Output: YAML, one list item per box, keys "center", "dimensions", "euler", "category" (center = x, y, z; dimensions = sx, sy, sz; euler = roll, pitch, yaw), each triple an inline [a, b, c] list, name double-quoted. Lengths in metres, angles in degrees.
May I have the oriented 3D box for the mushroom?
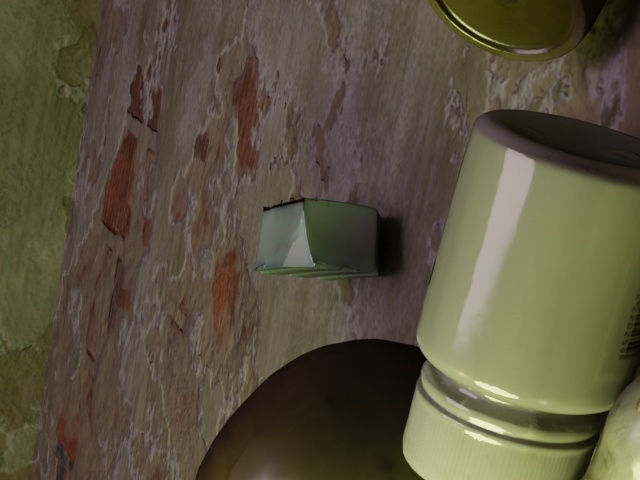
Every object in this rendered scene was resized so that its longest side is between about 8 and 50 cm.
- center: [0.275, 0.199, 1.544]
  dimensions: [0.225, 0.093, 0.116]
  euler: [-50, 34, 39]
  category: "mushroom"

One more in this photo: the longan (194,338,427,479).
- center: [0.027, 0.304, 1.857]
  dimensions: [0.404, 0.336, 0.404]
  euler: [15, -90, -77]
  category: "longan"

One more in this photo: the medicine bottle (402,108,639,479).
- center: [0.201, 0.066, 1.620]
  dimensions: [0.208, 0.208, 0.339]
  euler: [-132, 53, -61]
  category: "medicine bottle"

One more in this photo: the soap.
- center: [0.000, 0.000, 2.227]
  dimensions: [0.230, 0.145, 0.091]
  euler: [171, 104, -67]
  category: "soap"

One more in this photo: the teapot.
- center: [0.223, -0.301, 1.738]
  dimensions: [0.268, 0.185, 0.175]
  euler: [2, 54, 39]
  category: "teapot"
